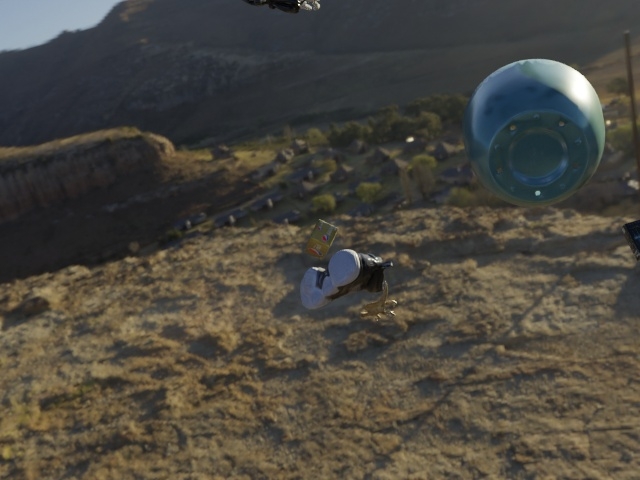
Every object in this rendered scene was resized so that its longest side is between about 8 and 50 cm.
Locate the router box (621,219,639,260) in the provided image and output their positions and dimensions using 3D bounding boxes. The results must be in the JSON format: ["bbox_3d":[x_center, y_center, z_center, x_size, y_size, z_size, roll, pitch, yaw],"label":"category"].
[{"bbox_3d":[0.828,-0.011,1.626,0.122,0.038,0.092,-16,61,5],"label":"router box"}]

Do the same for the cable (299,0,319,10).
[{"bbox_3d":[-0.097,-0.710,1.693,0.257,0.089,0.257,24,0,-7],"label":"cable"}]

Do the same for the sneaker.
[{"bbox_3d":[0.063,0.103,1.597,0.153,0.101,0.268,5,-24,-29],"label":"sneaker"}]

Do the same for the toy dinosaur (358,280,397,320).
[{"bbox_3d":[0.178,0.196,1.942,0.093,0.183,0.053,17,47,-19],"label":"toy dinosaur"}]

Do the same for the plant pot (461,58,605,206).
[{"bbox_3d":[0.431,-0.200,1.322,0.293,0.293,0.235,-11,20,18],"label":"plant pot"}]

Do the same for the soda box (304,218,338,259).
[{"bbox_3d":[0.000,0.000,1.847,0.181,0.061,0.058,116,179,-74],"label":"soda box"}]

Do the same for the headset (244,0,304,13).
[{"bbox_3d":[-0.044,-0.653,1.284,0.185,0.394,0.243,12,20,1],"label":"headset"}]
